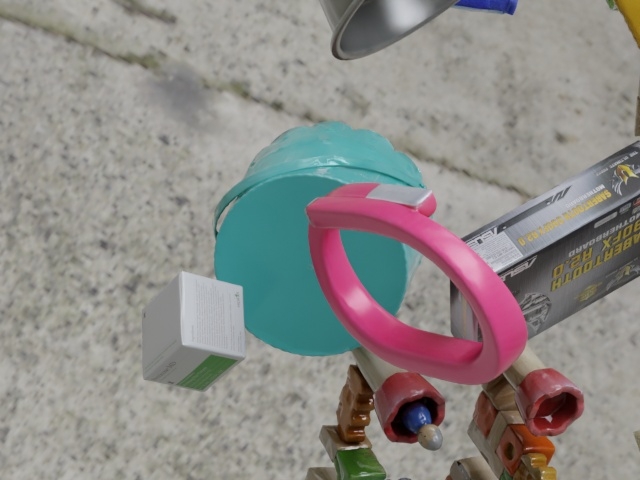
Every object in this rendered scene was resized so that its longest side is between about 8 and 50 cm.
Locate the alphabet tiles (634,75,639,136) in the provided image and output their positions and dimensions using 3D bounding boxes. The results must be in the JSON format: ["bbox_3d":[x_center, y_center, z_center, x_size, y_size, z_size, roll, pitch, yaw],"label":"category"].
[{"bbox_3d":[0.623,-0.214,1.863,0.343,0.285,0.011,-7,65,8],"label":"alphabet tiles"}]

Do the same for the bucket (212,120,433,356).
[{"bbox_3d":[0.000,0.000,1.650,0.281,0.281,0.183,35,21,-5],"label":"bucket"}]

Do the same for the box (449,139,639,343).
[{"bbox_3d":[0.241,0.018,1.341,0.231,0.183,0.056,-28,58,-12],"label":"box"}]

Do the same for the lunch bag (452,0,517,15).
[{"bbox_3d":[0.151,-0.364,1.729,0.221,0.138,0.293,10,24,4],"label":"lunch bag"}]

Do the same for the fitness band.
[{"bbox_3d":[0.083,0.044,1.291,0.054,0.291,0.209,-36,113,-25],"label":"fitness band"}]

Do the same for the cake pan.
[{"bbox_3d":[0.114,-0.287,1.267,0.054,0.293,0.293,53,41,8],"label":"cake pan"}]

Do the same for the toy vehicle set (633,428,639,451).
[{"bbox_3d":[0.612,0.296,2.019,0.267,0.166,0.035,21,47,-51],"label":"toy vehicle set"}]

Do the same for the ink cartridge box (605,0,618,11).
[{"bbox_3d":[0.380,-0.397,1.767,0.255,0.097,0.188,2,42,-11],"label":"ink cartridge box"}]

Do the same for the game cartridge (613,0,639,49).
[{"bbox_3d":[0.384,-0.362,1.271,0.053,0.285,0.323,5,60,-65],"label":"game cartridge"}]

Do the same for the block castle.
[{"bbox_3d":[0.149,0.348,1.759,0.303,0.453,0.213,2,32,-26],"label":"block castle"}]

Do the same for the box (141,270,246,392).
[{"bbox_3d":[-0.149,0.108,1.536,0.087,0.101,0.102,17,52,-30],"label":"box"}]
